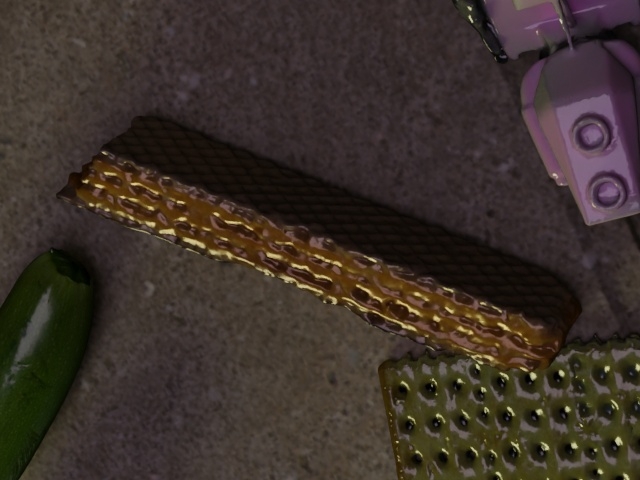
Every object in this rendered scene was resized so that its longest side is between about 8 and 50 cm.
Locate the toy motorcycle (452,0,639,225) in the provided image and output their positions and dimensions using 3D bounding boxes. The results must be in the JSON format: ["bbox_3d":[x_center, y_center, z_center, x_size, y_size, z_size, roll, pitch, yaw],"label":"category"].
[{"bbox_3d":[0.143,-0.163,1.085,0.143,0.188,0.327,-13,100,15],"label":"toy motorcycle"}]

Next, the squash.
[{"bbox_3d":[-0.254,0.135,1.361,0.082,0.082,0.292,35,112,7],"label":"squash"}]

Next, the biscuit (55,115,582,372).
[{"bbox_3d":[0.000,0.000,1.232,0.379,0.094,0.054,22,116,13],"label":"biscuit"}]

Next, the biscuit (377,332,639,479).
[{"bbox_3d":[0.160,0.138,1.256,0.231,0.016,0.139,-6,104,21],"label":"biscuit"}]
